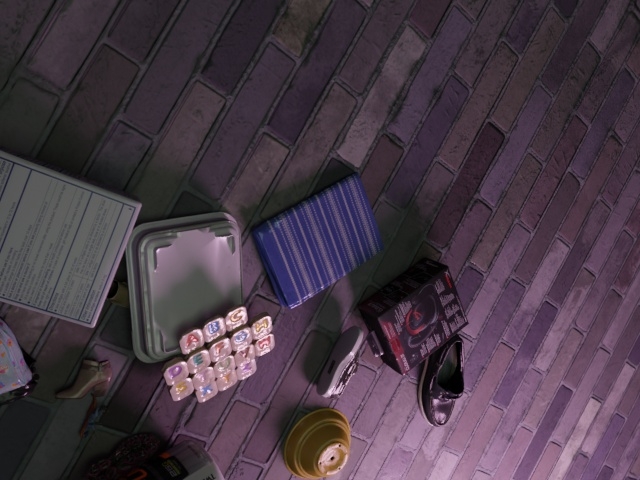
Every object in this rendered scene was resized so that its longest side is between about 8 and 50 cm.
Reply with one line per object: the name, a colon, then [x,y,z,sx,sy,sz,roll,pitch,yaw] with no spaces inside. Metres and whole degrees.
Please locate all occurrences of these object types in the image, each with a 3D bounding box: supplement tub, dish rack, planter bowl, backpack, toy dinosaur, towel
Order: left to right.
backpack: [-0.664,0.242,1.246,0.151,0.115,0.182,-18,108,-22]
toy dinosaur: [-0.527,0.412,1.425,0.082,0.047,0.090,-37,85,-7]
supplement tub: [-0.393,0.622,1.403,0.338,0.207,0.207,-24,114,-37]
dish rack: [-0.293,0.113,1.429,0.285,0.072,0.333,-11,108,-35]
towel: [0.000,0.000,1.616,0.336,0.040,0.243,-30,114,-22]
planter bowl: [0.013,0.590,1.736,0.217,0.090,0.217,-7,106,-28]

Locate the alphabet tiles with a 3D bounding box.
alphabet tiles: [-0.237,0.279,1.485,0.284,0.021,0.278,-26,139,-23]

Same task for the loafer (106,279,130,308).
loafer: [-0.451,0.115,1.373,0.148,0.050,0.056,30,87,-32]

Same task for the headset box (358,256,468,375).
headset box: [0.257,0.222,1.769,0.293,0.110,0.218,-34,117,-18]

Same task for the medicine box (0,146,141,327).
medicine box: [-0.534,-0.009,1.209,0.289,0.149,0.264,22,91,-20]

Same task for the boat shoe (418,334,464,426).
boat shoe: [0.387,0.429,1.894,0.127,0.113,0.340,0,103,-30]

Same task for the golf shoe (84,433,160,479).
golf shoe: [-0.468,0.527,1.470,0.186,0.067,0.086,-28,152,-30]

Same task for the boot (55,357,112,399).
boot: [-0.528,0.308,1.388,0.118,0.042,0.087,2,95,-31]

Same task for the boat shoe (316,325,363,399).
boat shoe: [0.067,0.338,1.715,0.070,0.078,0.219,25,98,-31]
